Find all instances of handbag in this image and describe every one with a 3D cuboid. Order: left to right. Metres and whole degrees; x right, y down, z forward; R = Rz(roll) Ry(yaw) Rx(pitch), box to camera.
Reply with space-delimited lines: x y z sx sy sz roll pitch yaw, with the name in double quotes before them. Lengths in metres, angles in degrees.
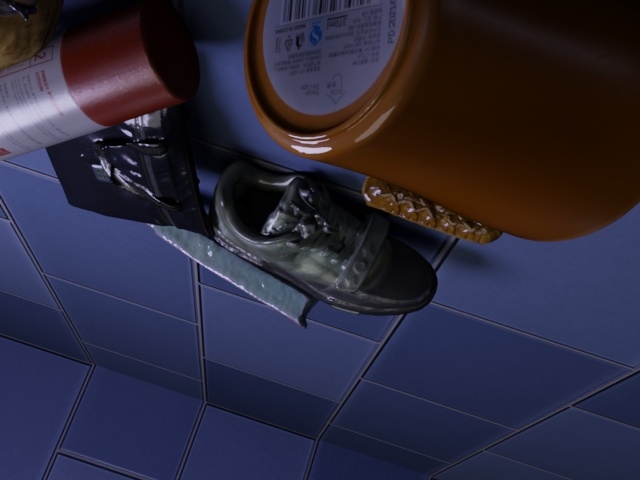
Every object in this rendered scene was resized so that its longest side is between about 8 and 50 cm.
"handbag" -0.221 -0.108 0.903 0.211 0.089 0.254 17 144 16

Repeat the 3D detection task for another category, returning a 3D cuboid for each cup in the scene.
"cup" 0.102 -0.114 0.490 0.264 0.182 0.226 6 127 -46

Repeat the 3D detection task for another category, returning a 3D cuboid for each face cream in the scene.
"face cream" -0.225 -0.144 0.754 0.214 0.096 0.096 -13 145 21

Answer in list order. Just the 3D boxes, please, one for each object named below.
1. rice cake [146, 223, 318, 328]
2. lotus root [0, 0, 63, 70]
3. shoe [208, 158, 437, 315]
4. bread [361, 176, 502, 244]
"rice cake" -0.125 0.018 1.059 0.290 0.051 0.081 31 -162 11
"lotus root" -0.300 -0.217 0.674 0.256 0.140 0.155 10 127 37
"shoe" 0.001 -0.003 0.946 0.292 0.109 0.149 21 163 6
"bread" 0.120 -0.036 0.873 0.157 0.044 0.052 19 154 -1
